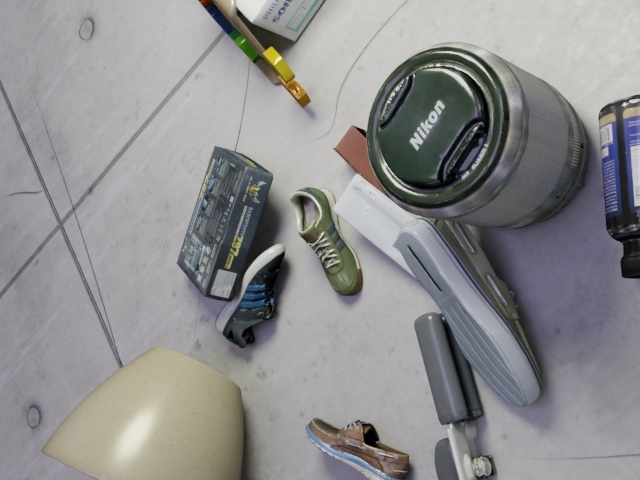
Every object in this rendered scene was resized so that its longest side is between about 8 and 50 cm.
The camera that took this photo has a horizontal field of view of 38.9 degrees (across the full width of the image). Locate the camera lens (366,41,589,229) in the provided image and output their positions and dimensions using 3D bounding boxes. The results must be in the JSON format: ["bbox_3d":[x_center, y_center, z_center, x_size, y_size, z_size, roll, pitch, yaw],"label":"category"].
[{"bbox_3d":[0.210,-0.129,1.197,0.219,0.274,0.219,-4,83,37],"label":"camera lens"}]

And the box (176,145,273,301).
[{"bbox_3d":[-0.169,-0.033,1.569,0.183,0.059,0.233,35,107,61],"label":"box"}]

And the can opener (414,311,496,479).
[{"bbox_3d":[0.184,0.243,1.306,0.093,0.074,0.280,-20,73,35],"label":"can opener"}]

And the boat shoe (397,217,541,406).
[{"bbox_3d":[0.226,0.086,1.266,0.302,0.094,0.109,58,158,6],"label":"boat shoe"}]

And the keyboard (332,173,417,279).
[{"bbox_3d":[0.130,0.002,1.374,0.256,0.014,0.072,40,115,18],"label":"keyboard"}]

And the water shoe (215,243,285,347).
[{"bbox_3d":[-0.100,0.096,1.552,0.080,0.073,0.203,40,115,11],"label":"water shoe"}]

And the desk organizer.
[{"bbox_3d":[0.084,-0.123,1.436,0.130,0.047,0.050,48,111,30],"label":"desk organizer"}]

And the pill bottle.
[{"bbox_3d":[0.416,-0.065,1.130,0.123,0.123,0.219,-7,82,37],"label":"pill bottle"}]

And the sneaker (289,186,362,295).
[{"bbox_3d":[0.000,0.000,1.462,0.064,0.086,0.192,-30,69,31],"label":"sneaker"}]

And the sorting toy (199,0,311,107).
[{"bbox_3d":[-0.138,-0.351,1.524,0.041,0.229,0.307,-39,61,0],"label":"sorting toy"}]

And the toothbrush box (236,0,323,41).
[{"bbox_3d":[-0.098,-0.524,1.564,0.216,0.126,0.295,-53,58,20],"label":"toothbrush box"}]

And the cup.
[{"bbox_3d":[-0.260,0.320,1.519,0.331,0.331,0.237,10,65,37],"label":"cup"}]

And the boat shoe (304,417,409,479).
[{"bbox_3d":[0.061,0.314,1.405,0.183,0.066,0.066,26,96,26],"label":"boat shoe"}]
